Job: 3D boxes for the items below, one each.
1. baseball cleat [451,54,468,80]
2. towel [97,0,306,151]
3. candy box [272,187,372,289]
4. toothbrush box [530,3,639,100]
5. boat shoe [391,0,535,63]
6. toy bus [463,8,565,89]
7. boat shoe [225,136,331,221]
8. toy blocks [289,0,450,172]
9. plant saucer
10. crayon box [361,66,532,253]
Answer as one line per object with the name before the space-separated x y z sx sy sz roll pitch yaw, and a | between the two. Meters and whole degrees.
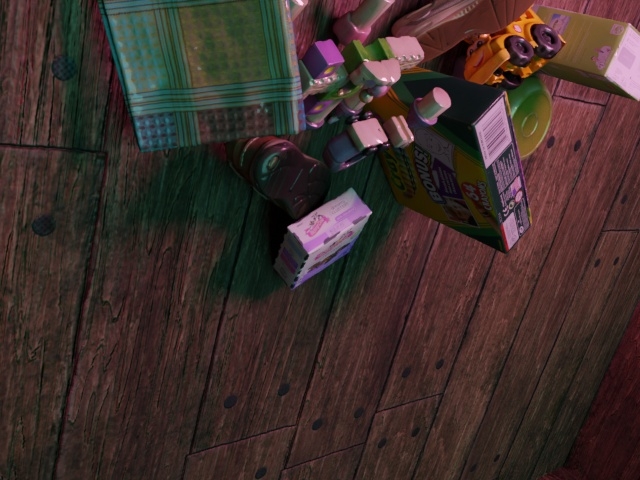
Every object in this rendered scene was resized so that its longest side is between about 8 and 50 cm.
baseball cleat | 0.295 -0.309 1.506 0.109 0.072 0.205 -9 109 -16
towel | -0.175 -0.315 0.948 0.271 0.040 0.370 -6 115 4
candy box | 0.000 0.000 1.352 0.165 0.070 0.196 -32 166 -23
toothbrush box | 0.596 -0.438 1.545 0.206 0.283 0.122 10 106 -45
boat shoe | 0.287 -0.459 1.325 0.302 0.098 0.109 -27 146 1
toy bus | 0.379 -0.438 1.433 0.220 0.211 0.149 -24 172 -34
boat shoe | -0.074 -0.127 1.239 0.122 0.120 0.324 -57 160 -3
toy blocks | 0.021 -0.245 1.168 0.289 0.309 0.260 -20 169 -43
plant saucer | 0.535 -0.305 1.751 0.241 0.037 0.241 -23 128 -32
crayon box | 0.250 -0.171 1.366 0.106 0.313 0.363 -46 136 -17
